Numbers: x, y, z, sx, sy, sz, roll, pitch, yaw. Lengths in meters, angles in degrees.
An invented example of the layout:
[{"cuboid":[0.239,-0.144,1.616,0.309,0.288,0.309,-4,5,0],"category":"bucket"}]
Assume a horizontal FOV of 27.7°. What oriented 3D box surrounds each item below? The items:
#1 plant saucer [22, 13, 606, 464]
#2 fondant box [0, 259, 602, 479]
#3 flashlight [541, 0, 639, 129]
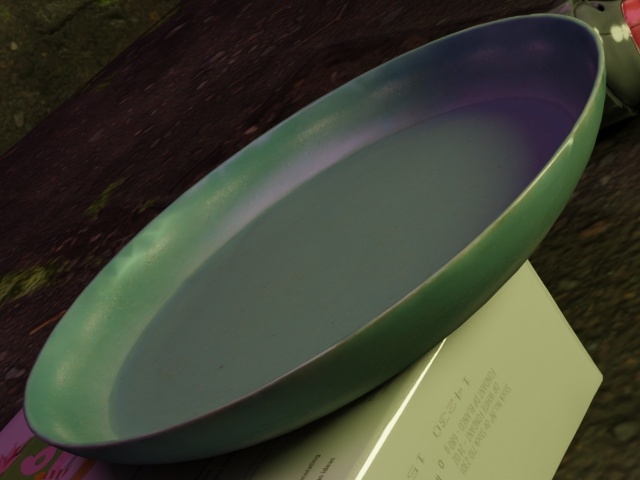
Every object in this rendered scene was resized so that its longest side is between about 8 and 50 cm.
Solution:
[{"cuboid":[0.000,0.000,0.618,0.318,0.043,0.317,-31,19,12],"category":"plant saucer"},{"cuboid":[-0.059,0.128,0.624,0.330,0.096,0.238,-13,30,45],"category":"fondant box"},{"cuboid":[0.242,-0.148,0.723,0.304,0.103,0.103,-25,27,26],"category":"flashlight"}]
